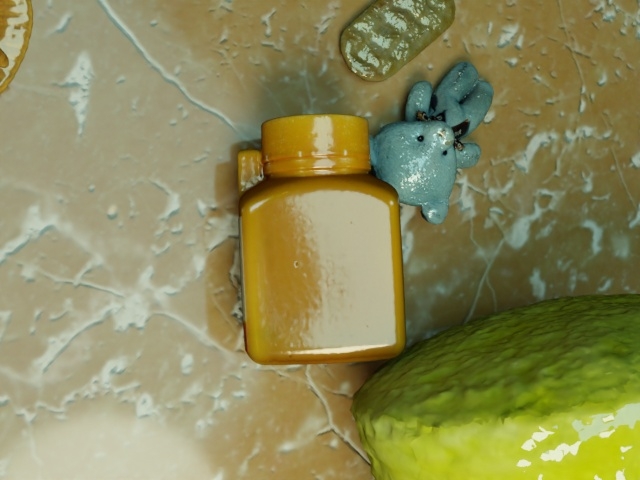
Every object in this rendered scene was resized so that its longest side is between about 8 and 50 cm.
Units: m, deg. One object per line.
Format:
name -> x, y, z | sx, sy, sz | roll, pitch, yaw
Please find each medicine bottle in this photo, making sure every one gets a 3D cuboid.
medicine bottle -> 0.000, 0.000, 0.841 | 0.150, 0.112, 0.222 | -2, 88, -1

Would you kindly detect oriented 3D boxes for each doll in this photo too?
doll -> 0.123, -0.111, 0.918 | 0.120, 0.075, 0.179 | 41, 75, -6

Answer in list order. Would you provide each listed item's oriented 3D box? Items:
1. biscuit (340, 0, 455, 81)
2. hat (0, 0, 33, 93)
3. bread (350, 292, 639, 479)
biscuit -> 0.081, -0.223, 0.940 | 0.147, 0.018, 0.071 | -42, 99, -16
hat -> -0.329, -0.231, 0.695 | 0.233, 0.233, 0.244 | 34, 79, -15
bread -> 0.223, 0.212, 0.806 | 0.348, 0.348, 0.307 | -19, 99, -18
